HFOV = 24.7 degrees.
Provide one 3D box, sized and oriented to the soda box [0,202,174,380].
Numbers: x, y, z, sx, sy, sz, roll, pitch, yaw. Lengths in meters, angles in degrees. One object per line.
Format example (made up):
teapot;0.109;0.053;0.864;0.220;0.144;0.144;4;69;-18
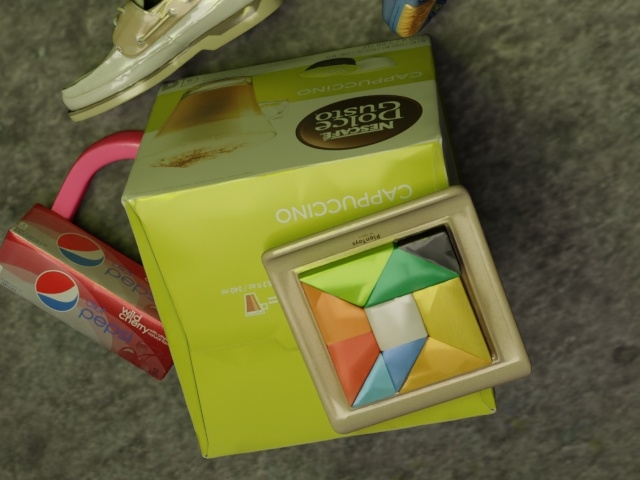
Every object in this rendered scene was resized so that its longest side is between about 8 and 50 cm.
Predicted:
soda box;-0.285;0.065;1.875;0.263;0.092;0.083;31;119;-1

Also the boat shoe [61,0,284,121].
boat shoe;-0.193;-0.251;1.736;0.302;0.113;0.103;-30;107;14

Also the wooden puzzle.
wooden puzzle;0.080;0.079;1.493;0.221;0.044;0.238;-19;114;9

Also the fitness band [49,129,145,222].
fitness band;-0.252;-0.008;1.909;0.209;0.054;0.291;29;119;-3

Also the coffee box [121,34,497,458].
coffee box;0.000;0.000;1.667;0.338;0.334;0.338;-10;116;7

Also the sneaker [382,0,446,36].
sneaker;0.102;-0.375;1.614;0.131;0.112;0.296;25;121;19
